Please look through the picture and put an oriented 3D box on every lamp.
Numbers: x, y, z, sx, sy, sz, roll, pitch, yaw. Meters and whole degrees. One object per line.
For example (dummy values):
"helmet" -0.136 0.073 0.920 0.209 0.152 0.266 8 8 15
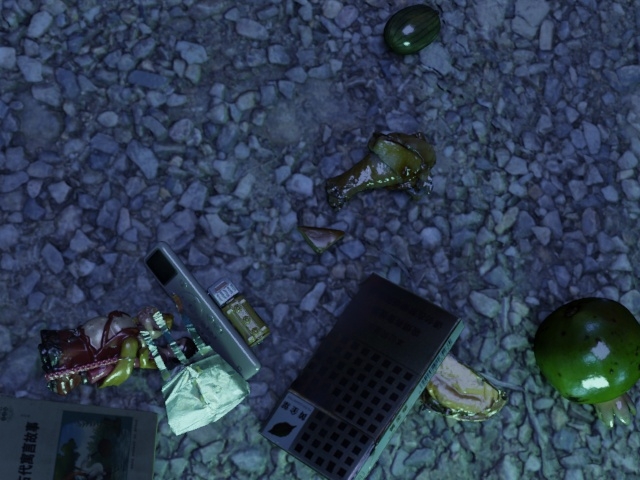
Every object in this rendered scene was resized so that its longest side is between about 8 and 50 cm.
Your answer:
"lamp" -0.302 0.160 1.593 0.253 0.118 0.118 -13 82 -17

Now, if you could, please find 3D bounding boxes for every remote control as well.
"remote control" -0.192 0.116 1.651 0.261 0.067 0.029 52 43 2

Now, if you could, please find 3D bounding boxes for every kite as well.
"kite" -0.204 0.192 1.588 0.141 0.015 0.245 -31 122 -13

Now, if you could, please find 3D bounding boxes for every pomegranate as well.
"pomegranate" 0.455 0.205 1.705 0.187 0.187 0.225 -31 111 -14

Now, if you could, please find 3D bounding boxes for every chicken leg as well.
"chicken leg" 0.102 -0.121 1.746 0.196 0.080 0.125 -8 93 -11

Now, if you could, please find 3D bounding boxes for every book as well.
"book" -0.390 0.338 1.549 0.283 0.025 0.214 6 51 -11

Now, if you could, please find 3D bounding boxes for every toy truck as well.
"toy truck" -0.132 0.115 1.663 0.052 0.063 0.123 -37 87 -14

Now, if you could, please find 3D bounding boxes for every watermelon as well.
"watermelon" 0.161 -0.368 1.804 0.111 0.078 0.078 -29 85 -16

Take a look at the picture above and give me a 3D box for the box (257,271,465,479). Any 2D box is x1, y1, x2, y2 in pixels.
"box" 0.067 0.220 1.644 0.180 0.047 0.324 28 72 29

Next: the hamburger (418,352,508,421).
"hamburger" 0.208 0.243 1.690 0.176 0.087 0.102 35 87 6

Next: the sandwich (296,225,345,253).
"sandwich" 0.000 0.000 1.725 0.083 0.031 0.044 5 74 -7
